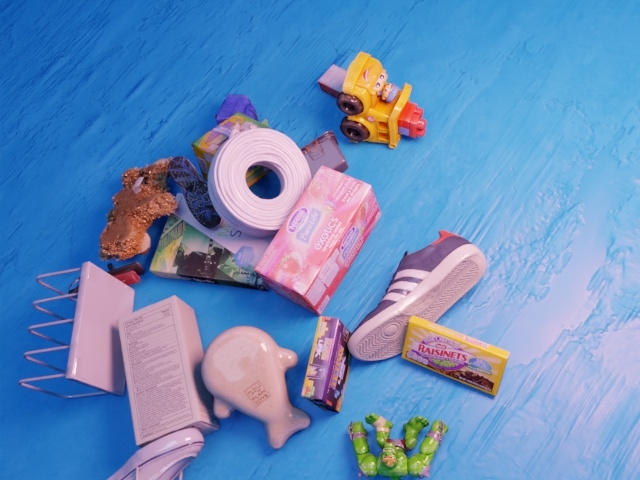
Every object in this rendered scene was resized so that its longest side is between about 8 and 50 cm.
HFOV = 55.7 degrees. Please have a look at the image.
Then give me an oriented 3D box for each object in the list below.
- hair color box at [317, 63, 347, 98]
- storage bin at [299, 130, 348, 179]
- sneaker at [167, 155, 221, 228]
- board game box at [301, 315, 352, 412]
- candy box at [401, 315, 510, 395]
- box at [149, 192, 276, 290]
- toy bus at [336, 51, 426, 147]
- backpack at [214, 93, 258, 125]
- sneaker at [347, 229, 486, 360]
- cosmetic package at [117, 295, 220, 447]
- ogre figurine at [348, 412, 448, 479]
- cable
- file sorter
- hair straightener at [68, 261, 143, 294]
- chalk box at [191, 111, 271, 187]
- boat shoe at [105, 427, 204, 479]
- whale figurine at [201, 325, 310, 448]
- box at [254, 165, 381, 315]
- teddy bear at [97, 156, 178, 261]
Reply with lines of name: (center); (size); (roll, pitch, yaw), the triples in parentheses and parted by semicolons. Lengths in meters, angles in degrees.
hair color box: (0.069, -0.422, 1.659); (0.141, 0.043, 0.072); (36, 79, 30)
storage bin: (0.003, -0.202, 1.548); (0.135, 0.098, 0.091); (-34, 70, -1)
sneaker: (-0.310, -0.121, 1.551); (0.080, 0.081, 0.211); (-30, 76, -1)
board game box: (0.021, 0.263, 1.277); (0.048, 0.141, 0.170); (5, 67, 20)
candy box: (0.270, 0.234, 1.233); (0.206, 0.105, 0.027); (19, 31, 22)
box: (-0.256, -0.003, 1.544); (0.322, 0.058, 0.232); (4, 66, 21)
toy bus: (0.162, -0.331, 1.491); (0.212, 0.220, 0.149); (19, 67, 18)
backpack: (-0.226, -0.345, 1.687); (0.101, 0.097, 0.120); (4, 53, 9)
sneaker: (0.189, 0.115, 1.322); (0.350, 0.131, 0.148); (-39, 39, 2)
cosmetic package: (-0.352, 0.304, 1.391); (0.160, 0.113, 0.309); (-22, 59, 6)
ogre figurine: (0.149, 0.411, 1.195); (0.197, 0.096, 0.118); (6, 48, 4)
cable: (-0.138, -0.139, 1.443); (0.257, 0.089, 0.257); (34, 67, -16)
file sorter: (-0.586, 0.227, 1.459); (0.173, 0.193, 0.277); (-11, 61, 15)
hair straightener: (-0.571, 0.103, 1.607); (0.231, 0.047, 0.089); (-20, 30, 15)
chalk box: (-0.203, -0.237, 1.583); (0.132, 0.132, 0.213); (32, 60, 32)
boat shoe: (-0.378, 0.551, 1.263); (0.367, 0.136, 0.156); (-35, 59, 2)
whale figurine: (-0.137, 0.315, 1.326); (0.216, 0.141, 0.272); (-39, 84, -3)
box: (0.000, 0.000, 1.405); (0.142, 0.154, 0.299); (26, 75, 24)
teddy bear: (-0.478, -0.083, 1.615); (0.245, 0.113, 0.337); (-24, 45, 11)
